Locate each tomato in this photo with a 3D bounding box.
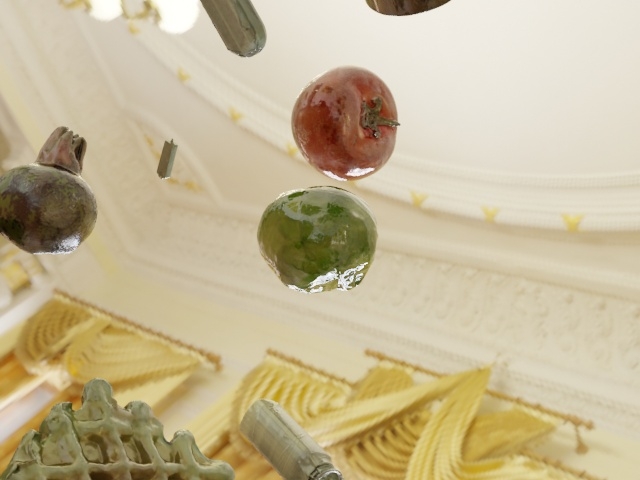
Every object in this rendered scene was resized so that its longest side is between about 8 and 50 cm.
[{"bbox_3d":[0.052,-0.270,2.341,0.227,0.270,0.270,-7,-61,42],"label":"tomato"}]

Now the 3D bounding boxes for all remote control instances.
[{"bbox_3d":[-0.196,-0.489,2.045,0.104,0.052,0.247,-21,-76,44],"label":"remote control"}]

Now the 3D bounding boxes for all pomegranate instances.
[{"bbox_3d":[-0.334,-0.053,1.251,0.138,0.163,0.125,0,-47,48],"label":"pomegranate"}]

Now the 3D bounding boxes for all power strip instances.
[{"bbox_3d":[-0.291,-0.156,1.900,0.027,0.017,0.083,34,-64,31],"label":"power strip"}]

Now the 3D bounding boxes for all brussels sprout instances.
[{"bbox_3d":[0.000,0.000,1.859,0.244,0.244,0.244,36,-32,27],"label":"brussels sprout"}]

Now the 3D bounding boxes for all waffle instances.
[{"bbox_3d":[-0.164,0.281,0.899,0.292,0.309,0.056,44,-64,-10],"label":"waffle"}]

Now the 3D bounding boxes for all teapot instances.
[{"bbox_3d":[-0.039,0.351,1.645,0.107,0.077,0.200,29,7,-46],"label":"teapot"}]

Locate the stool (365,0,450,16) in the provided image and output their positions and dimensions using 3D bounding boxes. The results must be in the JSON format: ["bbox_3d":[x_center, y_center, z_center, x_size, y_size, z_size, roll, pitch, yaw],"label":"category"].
[{"bbox_3d":[0.122,-0.505,1.536,0.179,0.179,0.264,27,-29,38],"label":"stool"}]
